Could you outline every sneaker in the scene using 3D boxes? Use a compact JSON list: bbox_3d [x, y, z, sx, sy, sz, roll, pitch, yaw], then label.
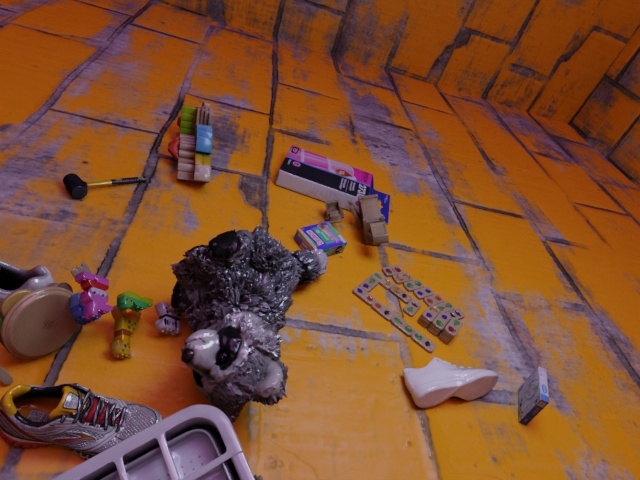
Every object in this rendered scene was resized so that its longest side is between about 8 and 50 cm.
[{"bbox_3d":[0.274,0.283,0.905,0.212,0.080,0.094,1,31,-22],"label":"sneaker"},{"bbox_3d":[-0.588,0.074,0.710,0.293,0.118,0.110,6,42,-16],"label":"sneaker"},{"bbox_3d":[-0.345,0.260,0.620,0.226,0.092,0.088,11,39,-14],"label":"sneaker"}]

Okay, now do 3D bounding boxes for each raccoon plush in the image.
[{"bbox_3d":[-0.072,0.143,0.819,0.447,0.216,0.299,-9,62,-41],"label":"raccoon plush"}]

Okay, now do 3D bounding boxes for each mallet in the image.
[{"bbox_3d":[-0.522,-0.138,1.061,0.190,0.039,0.062,-9,46,-38],"label":"mallet"}]

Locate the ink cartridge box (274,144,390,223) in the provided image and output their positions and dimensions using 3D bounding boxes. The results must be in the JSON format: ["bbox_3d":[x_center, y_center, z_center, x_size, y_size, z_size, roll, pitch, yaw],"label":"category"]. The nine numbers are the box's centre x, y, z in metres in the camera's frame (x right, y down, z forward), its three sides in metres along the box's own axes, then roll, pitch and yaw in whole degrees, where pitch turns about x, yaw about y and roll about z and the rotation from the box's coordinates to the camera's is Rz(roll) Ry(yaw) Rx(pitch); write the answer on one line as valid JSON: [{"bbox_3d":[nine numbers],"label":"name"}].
[{"bbox_3d":[0.055,-0.179,1.361,0.371,0.069,0.175,21,38,-5],"label":"ink cartridge box"}]

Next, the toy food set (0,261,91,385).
[{"bbox_3d":[-0.457,0.128,0.702,0.039,0.132,0.192,17,41,28],"label":"toy food set"}]

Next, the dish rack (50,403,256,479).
[{"bbox_3d":[-0.185,0.399,0.498,0.286,0.072,0.332,-24,54,-20],"label":"dish rack"}]

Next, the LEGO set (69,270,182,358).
[{"bbox_3d":[-0.343,0.145,0.742,0.227,0.087,0.093,43,28,-56],"label":"LEGO set"}]

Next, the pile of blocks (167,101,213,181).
[{"bbox_3d":[-0.373,-0.299,1.228,0.113,0.148,0.362,5,42,-21],"label":"pile of blocks"}]

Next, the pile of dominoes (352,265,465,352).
[{"bbox_3d":[0.232,0.148,1.068,0.251,0.040,0.196,37,41,18],"label":"pile of dominoes"}]

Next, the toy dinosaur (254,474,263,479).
[{"bbox_3d":[-0.133,0.395,0.592,0.093,0.053,0.183,25,38,2],"label":"toy dinosaur"}]

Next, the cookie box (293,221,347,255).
[{"bbox_3d":[0.000,0.000,1.134,0.107,0.040,0.092,-16,52,-37],"label":"cookie box"}]

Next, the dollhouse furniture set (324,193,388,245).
[{"bbox_3d":[0.096,-0.027,1.200,0.161,0.101,0.181,-8,41,3],"label":"dollhouse furniture set"}]

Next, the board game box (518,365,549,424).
[{"bbox_3d":[0.450,0.329,0.913,0.020,0.090,0.090,22,38,8],"label":"board game box"}]
